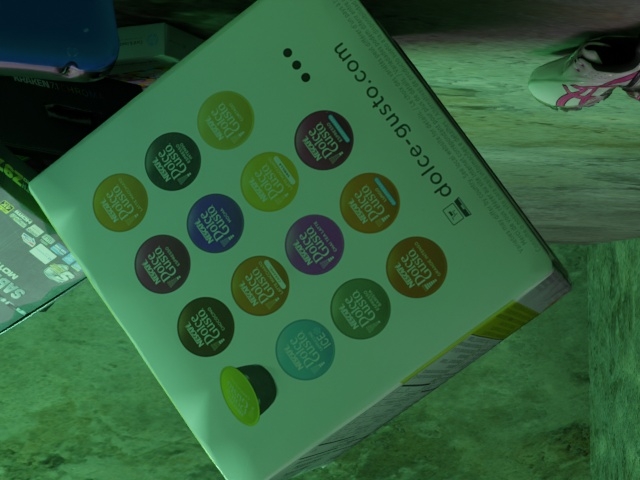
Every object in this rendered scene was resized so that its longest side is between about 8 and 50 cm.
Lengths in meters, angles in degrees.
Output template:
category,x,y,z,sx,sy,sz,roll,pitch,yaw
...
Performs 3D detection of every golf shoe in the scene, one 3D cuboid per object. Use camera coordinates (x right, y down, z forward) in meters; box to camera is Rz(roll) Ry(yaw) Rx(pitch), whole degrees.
category,x,y,z,sx,sy,sz,roll,pitch,yaw
golf shoe,0.292,-0.188,1.553,0.186,0.067,0.086,-5,147,45

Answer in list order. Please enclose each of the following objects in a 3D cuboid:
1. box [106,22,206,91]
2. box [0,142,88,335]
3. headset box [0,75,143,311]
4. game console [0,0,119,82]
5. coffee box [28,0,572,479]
category,x,y,z,sx,sy,sz,roll,pitch,yaw
box,-0.182,-0.192,1.572,0.145,0.038,0.186,-2,173,23
box,-0.345,-0.014,1.382,0.183,0.059,0.232,-30,126,26
headset box,-0.328,-0.063,1.527,0.246,0.131,0.283,10,137,-45
game console,-0.312,-0.181,1.007,0.293,0.250,0.173,2,148,-25
coffee box,0.000,0.000,1.371,0.334,0.338,0.338,-37,170,8
